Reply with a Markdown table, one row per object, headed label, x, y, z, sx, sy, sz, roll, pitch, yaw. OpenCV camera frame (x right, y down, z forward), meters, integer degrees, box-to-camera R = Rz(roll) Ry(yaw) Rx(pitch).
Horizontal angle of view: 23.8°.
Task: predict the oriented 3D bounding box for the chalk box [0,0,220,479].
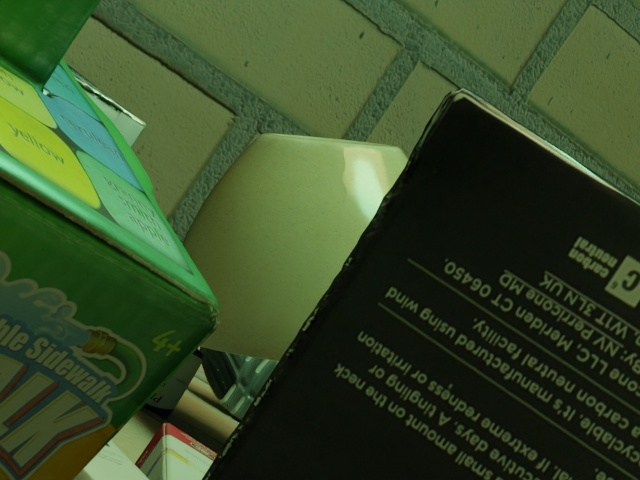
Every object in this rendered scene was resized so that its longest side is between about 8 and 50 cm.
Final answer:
| label | x | y | z | sx | sy | sz | roll | pitch | yaw |
| --- | --- | --- | --- | --- | --- | --- | --- | --- | --- |
| chalk box | -0.164 | -0.006 | 0.444 | 0.180 | 0.289 | 0.179 | 34 | 14 | -44 |

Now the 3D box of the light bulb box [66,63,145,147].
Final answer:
| label | x | y | z | sx | sy | sz | roll | pitch | yaw |
| --- | --- | --- | --- | --- | --- | --- | --- | --- | --- |
| light bulb box | -0.409 | -0.147 | 1.532 | 0.358 | 0.225 | 0.361 | 34 | 1 | -23 |

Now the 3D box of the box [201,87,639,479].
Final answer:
| label | x | y | z | sx | sy | sz | roll | pitch | yaw |
| --- | --- | --- | --- | --- | --- | --- | --- | --- | --- |
| box | 0.067 | 0.152 | 0.596 | 0.179 | 0.313 | 0.343 | 35 | 2 | 18 |

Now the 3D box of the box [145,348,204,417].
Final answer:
| label | x | y | z | sx | sy | sz | roll | pitch | yaw |
| --- | --- | --- | --- | --- | --- | --- | --- | --- | --- |
| box | -0.193 | 0.093 | 1.471 | 0.126 | 0.072 | 0.137 | 33 | 2 | -23 |

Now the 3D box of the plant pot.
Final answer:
| label | x | y | z | sx | sy | sz | roll | pitch | yaw |
| --- | --- | --- | --- | --- | --- | --- | --- | --- | --- |
| plant pot | 0.000 | 0.000 | 1.422 | 0.284 | 0.191 | 0.284 | 5 | 4 | 0 |

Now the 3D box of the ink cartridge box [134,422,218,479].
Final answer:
| label | x | y | z | sx | sy | sz | roll | pitch | yaw |
| --- | --- | --- | --- | --- | --- | --- | --- | --- | --- |
| ink cartridge box | -0.065 | 0.194 | 0.963 | 0.127 | 0.072 | 0.175 | 34 | 1 | -8 |

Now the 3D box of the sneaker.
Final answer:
| label | x | y | z | sx | sy | sz | roll | pitch | yaw |
| --- | --- | --- | --- | --- | --- | --- | --- | --- | --- |
| sneaker | -0.071 | 0.170 | 1.747 | 0.228 | 0.086 | 0.132 | 45 | -8 | -26 |

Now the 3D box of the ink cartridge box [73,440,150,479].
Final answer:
| label | x | y | z | sx | sy | sz | roll | pitch | yaw |
| --- | --- | --- | --- | --- | --- | --- | --- | --- | --- |
| ink cartridge box | -0.155 | 0.122 | 0.727 | 0.180 | 0.104 | 0.060 | 35 | 3 | 43 |
